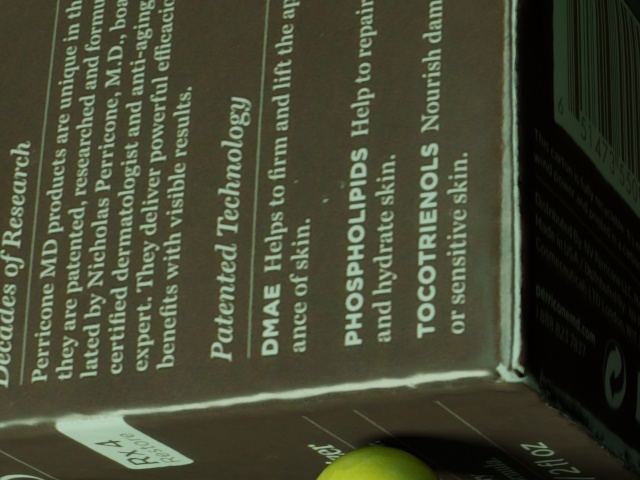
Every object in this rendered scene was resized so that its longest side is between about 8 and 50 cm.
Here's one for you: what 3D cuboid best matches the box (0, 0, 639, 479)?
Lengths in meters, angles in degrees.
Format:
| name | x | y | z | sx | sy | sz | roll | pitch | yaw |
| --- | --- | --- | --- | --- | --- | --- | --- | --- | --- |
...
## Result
| name | x | y | z | sx | sy | sz | roll | pitch | yaw |
| --- | --- | --- | --- | --- | --- | --- | --- | --- | --- |
| box | 0.000 | 0.000 | 0.625 | 0.203 | 0.168 | 0.167 | -9 | 66 | 25 |

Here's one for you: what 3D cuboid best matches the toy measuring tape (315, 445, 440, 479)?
| name | x | y | z | sx | sy | sz | roll | pitch | yaw |
| --- | --- | --- | --- | --- | --- | --- | --- | --- | --- |
| toy measuring tape | 0.032 | 0.217 | 0.498 | 0.121 | 0.121 | 0.330 | -12 | 81 | 24 |
